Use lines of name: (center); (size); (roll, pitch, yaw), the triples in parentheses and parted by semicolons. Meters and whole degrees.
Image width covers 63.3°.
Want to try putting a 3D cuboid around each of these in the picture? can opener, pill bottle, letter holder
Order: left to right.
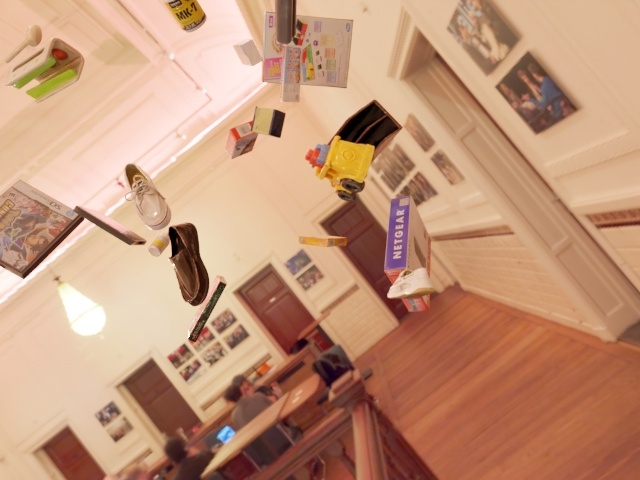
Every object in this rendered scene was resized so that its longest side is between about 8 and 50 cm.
pill bottle: (-0.507, 0.011, 1.647); (0.043, 0.043, 0.083); (-41, 16, 41)
pill bottle: (-0.560, -0.957, 2.087); (0.119, 0.119, 0.208); (-38, -41, -2)
can opener: (-0.062, -0.631, 1.294); (0.283, 0.095, 0.075); (95, -169, -47)
letter holder: (0.126, -0.347, 1.957); (0.214, 0.152, 0.302); (-41, -4, -41)

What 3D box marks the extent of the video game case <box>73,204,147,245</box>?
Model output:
video game case: (-0.679, -0.044, 1.701); (0.026, 0.196, 0.274); (-58, 8, -5)

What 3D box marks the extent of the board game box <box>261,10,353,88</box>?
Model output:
board game box: (-0.051, -0.690, 1.889); (0.317, 0.242, 0.064); (1, 22, -12)

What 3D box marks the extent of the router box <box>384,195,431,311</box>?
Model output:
router box: (0.339, 0.054, 1.970); (0.082, 0.301, 0.335); (-8, 52, 24)

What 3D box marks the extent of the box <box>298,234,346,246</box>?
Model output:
box: (0.000, 0.000, 1.531); (0.081, 0.028, 0.136); (-3, 5, -44)

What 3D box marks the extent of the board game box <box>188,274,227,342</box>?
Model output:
board game box: (-0.330, 0.193, 1.510); (0.186, 0.026, 0.126); (-61, 15, -2)

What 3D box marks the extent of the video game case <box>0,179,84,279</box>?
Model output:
video game case: (-0.943, -0.042, 1.641); (0.274, 0.248, 0.035); (-60, -3, -36)

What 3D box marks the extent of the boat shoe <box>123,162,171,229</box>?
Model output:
boat shoe: (-0.738, -0.204, 2.161); (0.136, 0.367, 0.156); (-30, -34, -4)

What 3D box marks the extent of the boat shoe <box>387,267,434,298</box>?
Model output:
boat shoe: (0.300, 0.144, 1.740); (0.098, 0.096, 0.277); (1, -12, -15)

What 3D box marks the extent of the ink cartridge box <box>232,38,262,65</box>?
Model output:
ink cartridge box: (-0.336, -0.863, 2.384); (0.060, 0.104, 0.180); (-34, 30, -8)

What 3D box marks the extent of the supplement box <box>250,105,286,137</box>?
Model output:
supplement box: (-0.166, -0.376, 1.653); (0.056, 0.083, 0.083); (3, -78, -58)

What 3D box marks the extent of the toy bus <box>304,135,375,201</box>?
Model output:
toy bus: (0.050, -0.241, 1.698); (0.220, 0.212, 0.149); (126, 162, -71)

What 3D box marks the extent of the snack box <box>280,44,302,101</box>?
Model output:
snack box: (-0.096, -0.547, 1.708); (0.064, 0.178, 0.022); (-7, 25, -28)

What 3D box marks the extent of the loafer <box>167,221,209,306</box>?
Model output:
loafer: (-0.337, 0.057, 1.274); (0.080, 0.219, 0.078); (-27, -20, 27)

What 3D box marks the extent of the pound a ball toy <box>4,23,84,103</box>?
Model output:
pound a ball toy: (-0.977, -0.626, 1.798); (0.319, 0.135, 0.208); (-13, -28, 32)

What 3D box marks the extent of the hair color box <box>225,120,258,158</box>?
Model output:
hair color box: (-0.286, -0.363, 1.888); (0.093, 0.053, 0.167); (-27, -4, -20)
